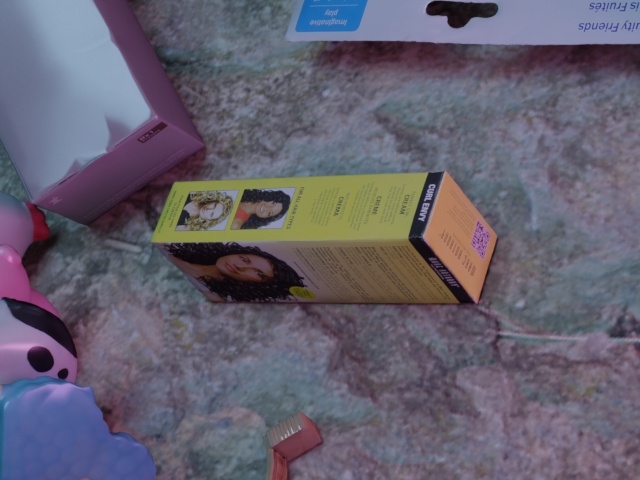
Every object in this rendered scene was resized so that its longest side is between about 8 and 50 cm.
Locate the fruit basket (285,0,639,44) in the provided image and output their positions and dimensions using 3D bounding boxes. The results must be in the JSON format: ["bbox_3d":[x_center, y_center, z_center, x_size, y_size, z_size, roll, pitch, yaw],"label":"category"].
[{"bbox_3d":[0.141,-0.308,1.451,0.327,0.165,0.353,6,66,37],"label":"fruit basket"}]

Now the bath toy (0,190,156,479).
[{"bbox_3d":[-0.230,0.069,1.465,0.348,0.129,0.151,55,139,48],"label":"bath toy"}]

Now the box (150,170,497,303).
[{"bbox_3d":[0.000,0.000,1.381,0.232,0.087,0.058,-2,56,35],"label":"box"}]

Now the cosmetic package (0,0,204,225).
[{"bbox_3d":[-0.206,-0.145,1.560,0.127,0.107,0.238,-31,73,12],"label":"cosmetic package"}]

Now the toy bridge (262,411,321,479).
[{"bbox_3d":[-0.011,0.197,1.288,0.063,0.026,0.188,-33,46,13],"label":"toy bridge"}]
